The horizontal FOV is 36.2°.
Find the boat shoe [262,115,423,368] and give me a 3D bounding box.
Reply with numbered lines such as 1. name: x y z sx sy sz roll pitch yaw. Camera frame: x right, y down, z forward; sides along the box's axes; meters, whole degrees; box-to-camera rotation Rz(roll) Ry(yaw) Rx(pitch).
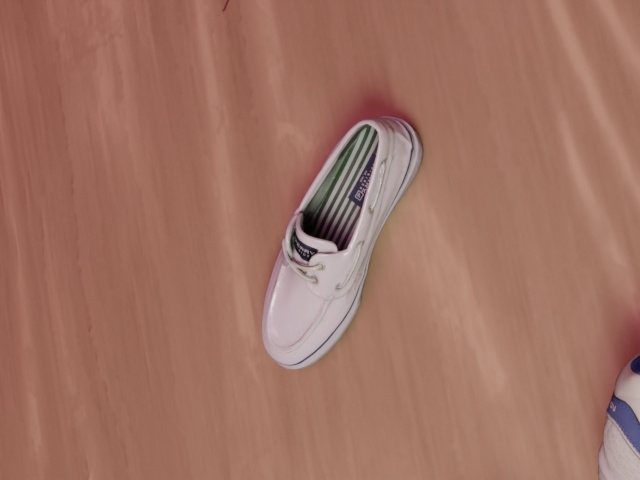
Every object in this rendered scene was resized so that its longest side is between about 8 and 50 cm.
1. boat shoe: 0.000 0.000 0.782 0.083 0.076 0.226 28 101 28

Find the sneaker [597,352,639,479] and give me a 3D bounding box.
1. sneaker: 0.306 0.144 0.561 0.296 0.112 0.131 8 121 28
